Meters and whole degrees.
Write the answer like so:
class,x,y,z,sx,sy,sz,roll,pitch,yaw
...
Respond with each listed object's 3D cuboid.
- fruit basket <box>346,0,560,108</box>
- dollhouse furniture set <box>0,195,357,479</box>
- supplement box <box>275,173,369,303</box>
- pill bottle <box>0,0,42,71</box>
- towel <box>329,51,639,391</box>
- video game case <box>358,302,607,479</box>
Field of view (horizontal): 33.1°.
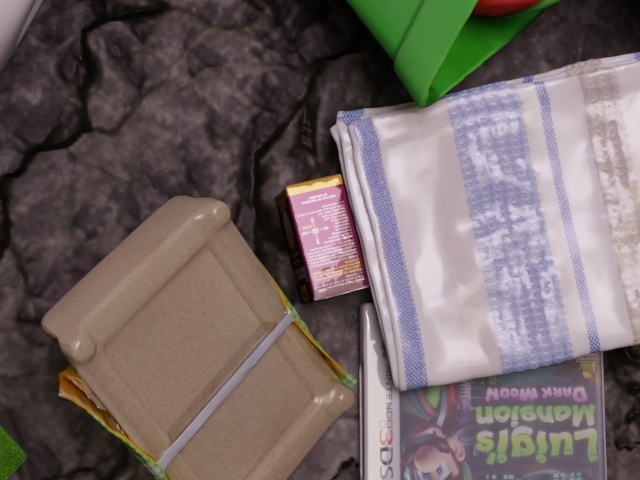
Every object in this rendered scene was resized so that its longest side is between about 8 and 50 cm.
class,x,y,z,sx,sy,sz,roll,pitch,yaw
fruit basket,0.210,-0.248,0.677,0.392,0.392,0.283,52,45,-3
dollhouse furniture set,-0.150,0.130,0.717,0.301,0.151,0.197,-47,116,-31
supplement box,0.000,0.000,0.771,0.043,0.055,0.083,-14,86,-13
pill bottle,-0.309,-0.240,0.645,0.323,0.181,0.181,27,78,-16
towel,0.164,-0.019,0.761,0.285,0.034,0.209,-12,87,3
video game case,0.122,0.133,0.801,0.190,0.022,0.173,1,83,-13
